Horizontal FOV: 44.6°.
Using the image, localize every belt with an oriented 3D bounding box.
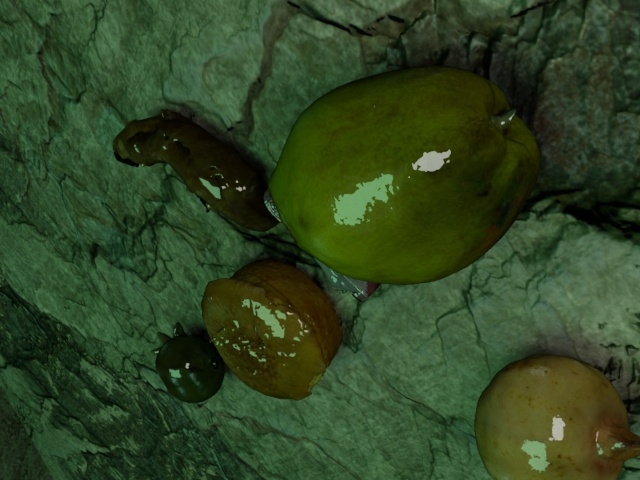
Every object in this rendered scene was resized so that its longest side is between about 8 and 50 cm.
[{"bbox_3d":[0.000,0.000,1.229,0.232,0.053,0.071,50,135,-3],"label":"belt"}]

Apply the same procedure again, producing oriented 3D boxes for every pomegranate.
[{"bbox_3d":[0.305,0.253,1.039,0.207,0.207,0.207,26,138,26],"label":"pomegranate"},{"bbox_3d":[-0.293,0.264,1.703,0.191,0.131,0.152,32,152,56],"label":"pomegranate"}]

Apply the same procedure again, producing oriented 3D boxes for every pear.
[{"bbox_3d":[0.092,-0.072,0.920,0.321,0.269,0.269,-24,105,33],"label":"pear"}]

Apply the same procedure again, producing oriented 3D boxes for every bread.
[{"bbox_3d":[-0.084,0.152,1.374,0.269,0.145,0.268,22,136,23],"label":"bread"}]

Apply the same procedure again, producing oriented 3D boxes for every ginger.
[{"bbox_3d":[-0.204,-0.121,1.278,0.309,0.107,0.133,29,125,17],"label":"ginger"}]
